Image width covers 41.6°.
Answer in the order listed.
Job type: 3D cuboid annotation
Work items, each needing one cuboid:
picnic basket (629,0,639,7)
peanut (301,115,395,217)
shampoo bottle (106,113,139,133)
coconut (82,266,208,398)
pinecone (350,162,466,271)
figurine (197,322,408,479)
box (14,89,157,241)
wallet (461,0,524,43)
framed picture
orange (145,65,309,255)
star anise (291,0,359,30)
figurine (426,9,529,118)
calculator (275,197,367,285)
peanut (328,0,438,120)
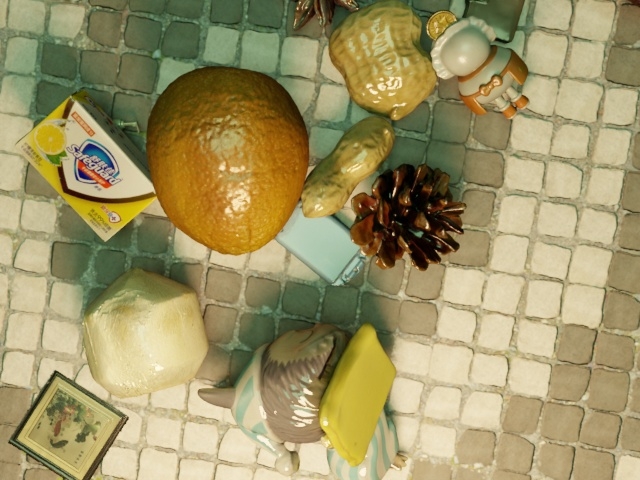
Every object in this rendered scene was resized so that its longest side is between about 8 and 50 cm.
[{"bbox_3d":[0.676,-0.540,1.642,0.297,0.129,0.222,31,93,0],"label":"picnic basket"},{"bbox_3d":[0.051,-0.147,1.685,0.101,0.117,0.263,42,81,8],"label":"peanut"},{"bbox_3d":[-0.477,-0.236,1.757,0.195,0.056,0.056,-6,93,3],"label":"shampoo bottle"},{"bbox_3d":[-0.359,0.179,1.690,0.245,0.245,0.247,-15,92,4],"label":"coconut"},{"bbox_3d":[0.181,-0.046,1.664,0.201,0.202,0.229,19,83,38],"label":"pinecone"},{"bbox_3d":[-0.044,0.335,1.731,0.378,0.266,0.361,3,123,34],"label":"figurine"},{"bbox_3d":[-0.458,-0.152,1.704,0.168,0.097,0.265,-36,104,13],"label":"box"},{"bbox_3d":[0.354,-0.485,1.707,0.118,0.039,0.152,19,91,0],"label":"wallet"},{"bbox_3d":[-0.544,0.410,1.821,0.199,0.010,0.195,33,95,1],"label":"framed picture"},{"bbox_3d":[-0.176,-0.152,1.615,0.322,0.322,0.357,-2,106,3],"label":"orange"},{"bbox_3d":[0.005,-0.535,1.697,0.209,0.089,0.231,13,89,17],"label":"star anise"},{"bbox_3d":[0.307,-0.341,1.646,0.271,0.143,0.143,33,96,-37],"label":"figurine"},{"bbox_3d":[0.000,0.000,1.754,0.210,0.039,0.121,38,93,1],"label":"calculator"},{"bbox_3d":[0.129,-0.358,1.691,0.197,0.110,0.233,-23,92,12],"label":"peanut"}]
